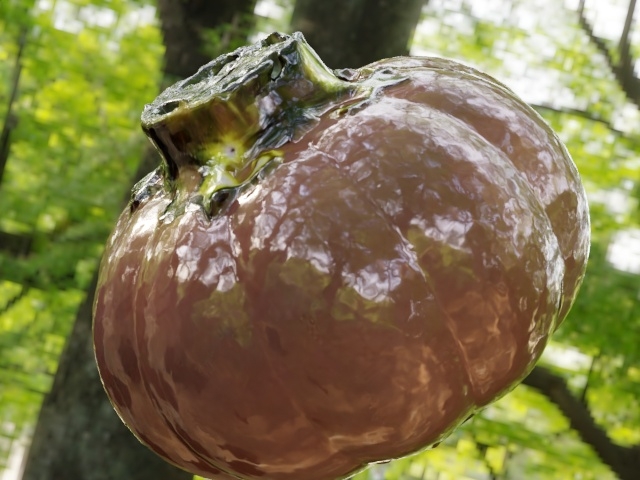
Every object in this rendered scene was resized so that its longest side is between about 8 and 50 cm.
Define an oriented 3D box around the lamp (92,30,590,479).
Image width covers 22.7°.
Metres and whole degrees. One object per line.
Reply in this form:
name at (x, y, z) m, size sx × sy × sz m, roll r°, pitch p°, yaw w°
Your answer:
lamp at (0.000, 0.000, 0.928) m, size 0.240 × 0.305 × 0.305 m, roll 61°, pitch -19°, yaw -17°
